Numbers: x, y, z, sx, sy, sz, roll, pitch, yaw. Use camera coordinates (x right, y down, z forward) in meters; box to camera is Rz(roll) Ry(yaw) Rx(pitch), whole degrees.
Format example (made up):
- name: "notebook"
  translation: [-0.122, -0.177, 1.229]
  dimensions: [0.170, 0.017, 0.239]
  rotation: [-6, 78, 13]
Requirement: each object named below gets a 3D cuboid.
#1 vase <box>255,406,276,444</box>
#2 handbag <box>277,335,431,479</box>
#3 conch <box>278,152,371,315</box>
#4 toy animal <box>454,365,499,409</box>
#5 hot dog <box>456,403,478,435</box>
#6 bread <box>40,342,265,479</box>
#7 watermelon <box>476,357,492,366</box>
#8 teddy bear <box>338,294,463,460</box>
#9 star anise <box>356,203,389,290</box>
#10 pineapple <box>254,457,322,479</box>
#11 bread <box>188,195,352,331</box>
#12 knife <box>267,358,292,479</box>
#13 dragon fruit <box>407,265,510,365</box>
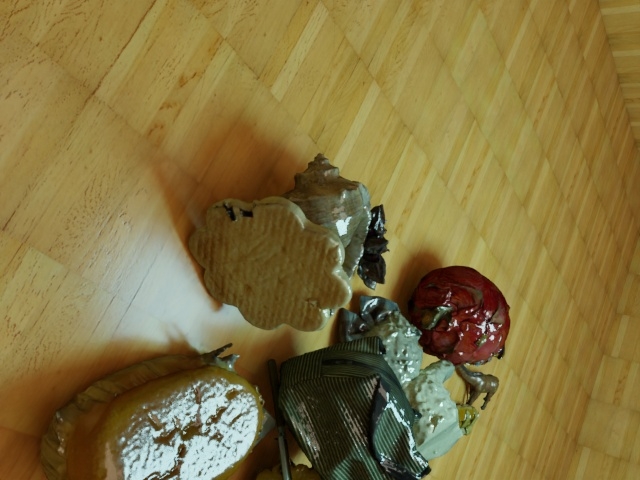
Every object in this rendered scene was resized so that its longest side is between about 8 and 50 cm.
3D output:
- name: "vase"
  translation: [-0.193, 0.423, 1.198]
  dimensions: [0.219, 0.096, 0.096]
  rotation: [-48, 130, -28]
- name: "handbag"
  translation: [0.075, 0.378, 1.286]
  dimensions: [0.341, 0.240, 0.247]
  rotation: [62, 9, -16]
- name: "conch"
  translation: [-0.014, -0.009, 1.242]
  dimensions: [0.297, 0.209, 0.353]
  rotation: [-20, 134, -55]
- name: "toy animal"
  translation: [0.506, 0.474, 2.012]
  dimensions: [0.224, 0.066, 0.230]
  rotation: [-6, 120, -19]
- name: "hot dog"
  translation: [0.428, 0.583, 1.938]
  dimensions: [0.269, 0.072, 0.109]
  rotation: [13, 104, -49]
- name: "bread"
  translation: [-0.262, 0.329, 1.029]
  dimensions: [0.388, 0.183, 0.236]
  rotation: [-15, 106, -46]
- name: "watermelon"
  translation: [0.570, 0.364, 2.069]
  dimensions: [0.187, 0.071, 0.139]
  rotation: [-54, 137, -27]
- name: "teddy bear"
  translation: [0.188, 0.373, 1.550]
  dimensions: [0.327, 0.362, 0.375]
  rotation: [-30, 148, -15]
- name: "star anise"
  translation: [0.123, 0.008, 1.445]
  dimensions: [0.263, 0.081, 0.230]
  rotation: [-85, 172, -54]
- name: "pineapple"
  translation: [-0.113, 0.577, 1.329]
  dimensions: [0.250, 0.139, 0.164]
  rotation: [-53, 176, -8]
- name: "bread"
  translation: [-0.088, 0.046, 1.104]
  dimensions: [0.054, 0.315, 0.316]
  rotation: [-65, 143, -51]
- name: "knife"
  translation: [-0.084, 0.421, 1.262]
  dimensions: [0.061, 0.026, 0.343]
  rotation: [81, 0, -77]
- name: "dragon fruit"
  translation: [0.391, 0.212, 1.684]
  dimensions: [0.342, 0.277, 0.278]
  rotation: [20, 83, -47]
